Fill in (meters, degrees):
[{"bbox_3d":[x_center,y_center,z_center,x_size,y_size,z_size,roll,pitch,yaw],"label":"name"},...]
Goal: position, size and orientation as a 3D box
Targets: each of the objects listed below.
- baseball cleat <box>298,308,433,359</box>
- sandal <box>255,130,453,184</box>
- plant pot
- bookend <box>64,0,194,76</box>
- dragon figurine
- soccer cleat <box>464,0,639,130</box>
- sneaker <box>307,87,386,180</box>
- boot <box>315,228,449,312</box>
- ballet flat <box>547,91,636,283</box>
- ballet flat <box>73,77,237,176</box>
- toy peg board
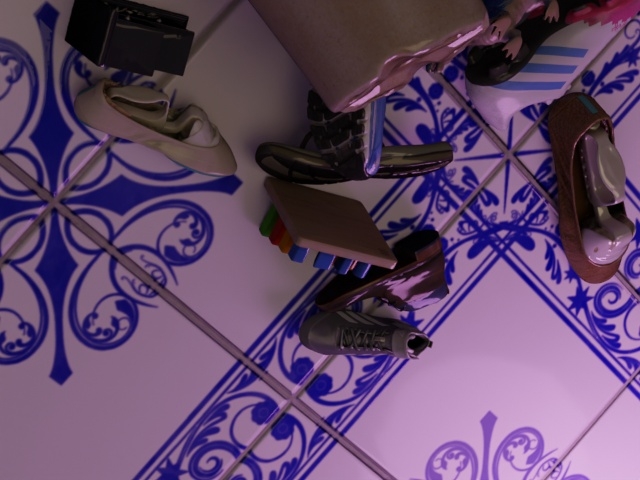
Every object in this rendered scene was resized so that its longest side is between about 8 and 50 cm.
[{"bbox_3d":[0.074,0.140,2.068,0.206,0.109,0.072,1,95,-31],"label":"baseball cleat"},{"bbox_3d":[0.045,-0.131,1.967,0.303,0.120,0.086,-4,84,-27],"label":"sandal"},{"bbox_3d":[0.038,-0.334,1.674,0.334,0.334,0.305,-29,88,-13],"label":"plant pot"},{"bbox_3d":[-0.223,-0.254,1.752,0.156,0.157,0.072,11,104,-28],"label":"bookend"},{"bbox_3d":[0.258,-0.344,1.962,0.289,0.144,0.085,-47,133,-4],"label":"dragon figurine"},{"bbox_3d":[0.355,-0.289,2.056,0.331,0.116,0.143,-33,135,-9],"label":"soccer cleat"},{"bbox_3d":[0.076,-0.242,1.878,0.147,0.130,0.330,10,81,-36],"label":"sneaker"},{"bbox_3d":[0.101,0.079,2.074,0.219,0.082,0.106,-28,116,-16],"label":"boot"},{"bbox_3d":[0.433,-0.065,2.155,0.116,0.124,0.342,-21,116,-17],"label":"ballet flat"},{"bbox_3d":[-0.202,-0.153,1.835,0.248,0.086,0.086,18,100,-30],"label":"ballet flat"},{"bbox_3d":[0.000,0.000,1.961,0.161,0.160,0.079,14,118,-29],"label":"toy peg board"}]
